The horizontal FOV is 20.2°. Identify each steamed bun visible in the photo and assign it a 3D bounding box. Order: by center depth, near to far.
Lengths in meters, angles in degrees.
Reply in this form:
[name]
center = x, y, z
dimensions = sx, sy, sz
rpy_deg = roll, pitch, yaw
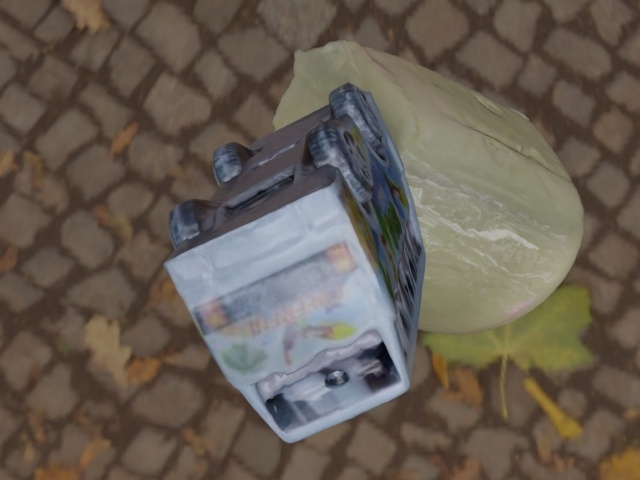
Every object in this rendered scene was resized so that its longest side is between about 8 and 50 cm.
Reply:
[steamed bun]
center = 0.058, -0.032, 1.309
dimensions = 0.225, 0.200, 0.170
rpy_deg = 26, 117, -29

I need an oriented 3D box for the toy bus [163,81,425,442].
[toy bus]
center = 0.000, 0.000, 1.037
dimensions = 0.109, 0.330, 0.136
rpy_deg = -27, 99, 11
